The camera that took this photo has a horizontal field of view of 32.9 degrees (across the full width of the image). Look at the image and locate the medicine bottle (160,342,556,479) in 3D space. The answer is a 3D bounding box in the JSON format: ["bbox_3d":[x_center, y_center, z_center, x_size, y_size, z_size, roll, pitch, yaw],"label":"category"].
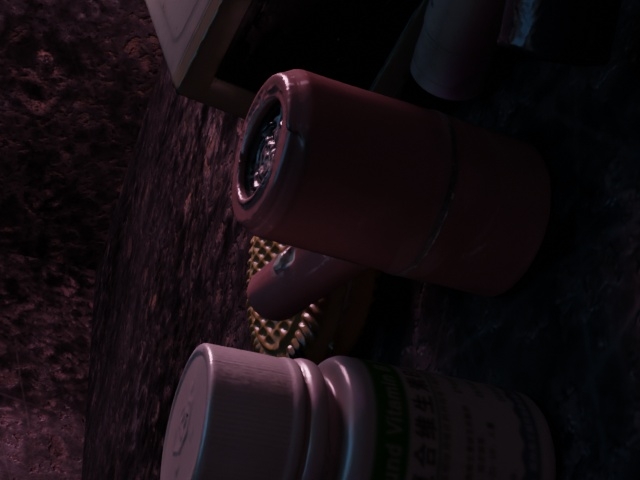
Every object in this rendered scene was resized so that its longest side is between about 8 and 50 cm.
[{"bbox_3d":[0.023,0.145,0.716,0.139,0.237,0.139,-165,90,-74],"label":"medicine bottle"}]

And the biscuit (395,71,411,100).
[{"bbox_3d":[0.058,-0.194,1.176,0.188,0.040,0.265,-130,53,-69],"label":"biscuit"}]

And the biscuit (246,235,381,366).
[{"bbox_3d":[-0.013,0.022,1.133,0.259,0.079,0.259,-175,90,-67],"label":"biscuit"}]

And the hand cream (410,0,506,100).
[{"bbox_3d":[0.141,-0.245,0.820,0.312,0.070,0.111,108,-177,-49],"label":"hand cream"}]

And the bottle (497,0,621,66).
[{"bbox_3d":[0.162,-0.233,0.658,0.082,0.072,0.244,22,112,33],"label":"bottle"}]

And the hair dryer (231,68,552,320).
[{"bbox_3d":[0.000,0.000,0.890,0.352,0.210,0.125,-39,41,56],"label":"hair dryer"}]

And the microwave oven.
[{"bbox_3d":[0.016,-0.298,1.005,0.355,0.218,0.286,-60,28,21],"label":"microwave oven"}]
